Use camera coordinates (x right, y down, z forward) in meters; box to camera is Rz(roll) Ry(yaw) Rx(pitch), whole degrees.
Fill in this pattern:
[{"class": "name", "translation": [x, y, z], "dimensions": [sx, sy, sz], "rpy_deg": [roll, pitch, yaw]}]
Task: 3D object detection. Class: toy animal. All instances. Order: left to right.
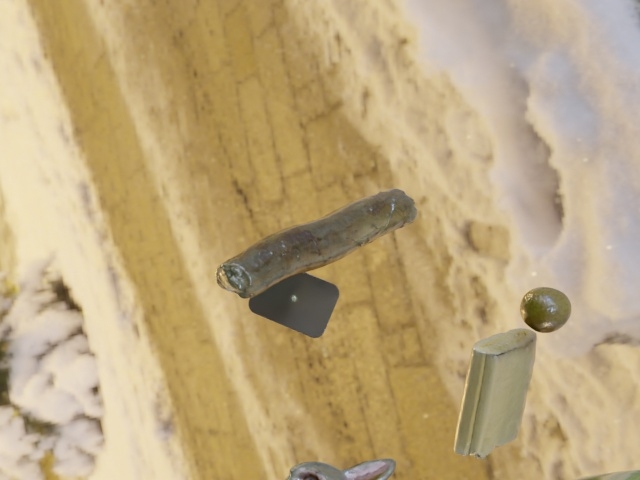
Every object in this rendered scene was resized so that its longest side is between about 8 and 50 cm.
[{"class": "toy animal", "translation": [-0.023, 0.330, 1.276], "dimensions": [0.108, 0.236, 0.138], "rpy_deg": [39, 165, 5]}]

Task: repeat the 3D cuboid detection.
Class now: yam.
[{"class": "yam", "translation": [0.000, 0.000, 1.423], "dimensions": [0.071, 0.317, 0.067], "rpy_deg": [-11, 101, 56]}]

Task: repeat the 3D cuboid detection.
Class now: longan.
[{"class": "longan", "translation": [0.329, 0.096, 1.538], "dimensions": [0.075, 0.083, 0.075], "rpy_deg": [28, 136, 31]}]

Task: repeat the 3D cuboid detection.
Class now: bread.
[{"class": "bread", "translation": [0.266, 0.227, 1.591], "dimensions": [0.060, 0.139, 0.178], "rpy_deg": [25, 119, 41]}]

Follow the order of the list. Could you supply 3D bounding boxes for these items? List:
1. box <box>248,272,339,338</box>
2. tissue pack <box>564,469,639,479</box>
[{"class": "box", "translation": [-0.041, 0.091, 1.629], "dimensions": [0.031, 0.126, 0.091], "rpy_deg": [98, -166, -82]}, {"class": "tissue pack", "translation": [0.131, 0.274, 0.740], "dimensions": [0.200, 0.275, 0.167], "rpy_deg": [-18, 83, 28]}]
